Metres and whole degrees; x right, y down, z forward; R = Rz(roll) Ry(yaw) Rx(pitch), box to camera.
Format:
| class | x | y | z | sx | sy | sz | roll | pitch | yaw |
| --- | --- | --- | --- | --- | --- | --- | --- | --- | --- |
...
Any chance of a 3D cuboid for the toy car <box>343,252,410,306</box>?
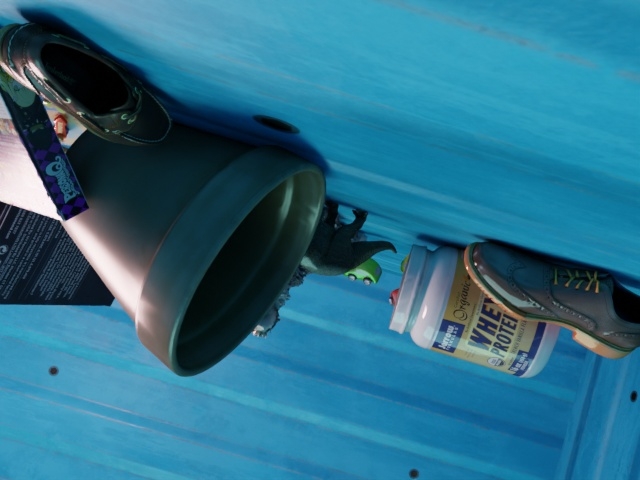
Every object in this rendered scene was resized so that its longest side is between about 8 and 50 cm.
| class | x | y | z | sx | sy | sz | roll | pitch | yaw |
| --- | --- | --- | --- | --- | --- | --- | --- | --- | --- |
| toy car | 0.163 | 0.084 | 1.428 | 0.225 | 0.239 | 0.053 | 13 | 136 | 18 |

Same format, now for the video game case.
| class | x | y | z | sx | sy | sz | roll | pitch | yaw |
| --- | --- | --- | --- | --- | --- | --- | --- | --- | --- |
| video game case | -0.392 | -0.137 | 0.691 | 0.232 | 0.210 | 0.042 | 13 | -142 | 38 |

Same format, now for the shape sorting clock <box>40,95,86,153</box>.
| class | x | y | z | sx | sy | sz | roll | pitch | yaw |
| --- | --- | --- | --- | --- | --- | --- | --- | --- | --- |
| shape sorting clock | -0.383 | -0.165 | 0.851 | 0.206 | 0.040 | 0.206 | 3 | 160 | 1 |

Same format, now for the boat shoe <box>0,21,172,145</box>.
| class | x | y | z | sx | sy | sz | roll | pitch | yaw |
| --- | --- | --- | --- | --- | --- | --- | --- | --- | --- |
| boat shoe | -0.222 | -0.147 | 0.589 | 0.073 | 0.073 | 0.207 | 16 | 177 | 30 |

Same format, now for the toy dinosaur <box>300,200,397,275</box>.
| class | x | y | z | sx | sy | sz | roll | pitch | yaw |
| --- | --- | --- | --- | --- | --- | --- | --- | --- | --- |
| toy dinosaur | 0.000 | 0.000 | 1.083 | 0.313 | 0.160 | 0.121 | 20 | 175 | -36 |

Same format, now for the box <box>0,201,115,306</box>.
| class | x | y | z | sx | sy | sz | roll | pitch | yaw |
| --- | --- | --- | --- | --- | --- | --- | --- | --- | --- |
| box | -0.784 | -0.073 | 1.466 | 0.480 | 0.297 | 0.472 | 31 | -174 | 21 |

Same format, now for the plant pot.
| class | x | y | z | sx | sy | sz | roll | pitch | yaw |
| --- | --- | --- | --- | --- | --- | --- | --- | --- | --- |
| plant pot | -0.194 | -0.026 | 0.789 | 0.280 | 0.323 | 0.323 | 32 | 180 | 15 |

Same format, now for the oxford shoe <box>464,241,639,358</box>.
| class | x | y | z | sx | sy | sz | roll | pitch | yaw |
| --- | --- | --- | --- | --- | --- | --- | --- | --- | --- |
| oxford shoe | 0.427 | 0.078 | 1.002 | 0.363 | 0.130 | 0.133 | 24 | 142 | -8 |

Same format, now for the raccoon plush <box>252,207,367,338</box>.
| class | x | y | z | sx | sy | sz | roll | pitch | yaw |
| --- | --- | --- | --- | --- | --- | --- | --- | --- | --- |
| raccoon plush | -0.044 | 0.077 | 1.314 | 0.446 | 0.299 | 0.216 | 20 | 175 | -41 |

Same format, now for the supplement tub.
| class | x | y | z | sx | sy | sz | roll | pitch | yaw |
| --- | --- | --- | --- | --- | --- | --- | --- | --- | --- |
| supplement tub | 0.323 | 0.141 | 1.223 | 0.316 | 0.228 | 0.228 | 16 | 176 | 7 |
